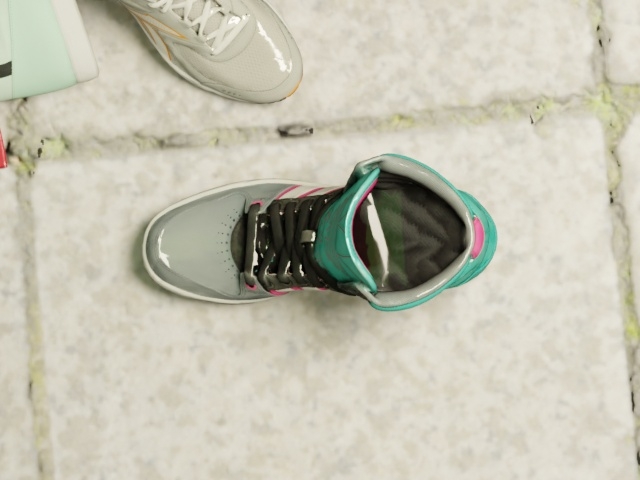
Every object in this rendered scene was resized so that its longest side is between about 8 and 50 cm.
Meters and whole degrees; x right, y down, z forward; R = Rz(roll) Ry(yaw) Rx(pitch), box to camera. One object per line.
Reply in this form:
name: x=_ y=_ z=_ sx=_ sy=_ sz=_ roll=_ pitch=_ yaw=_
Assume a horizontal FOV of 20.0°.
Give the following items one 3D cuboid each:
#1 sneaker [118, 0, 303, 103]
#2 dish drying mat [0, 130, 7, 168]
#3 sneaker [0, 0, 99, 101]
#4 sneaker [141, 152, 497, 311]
sneaker: x=-0.121 y=-0.201 z=1.476 sx=0.262 sy=0.121 sz=0.099 roll=39 pitch=95 yaw=-10
dish drying mat: x=-0.288 y=-0.099 z=1.539 sx=0.032 sy=0.008 sz=0.083 roll=-12 pitch=86 yaw=-3
sneaker: x=-0.288 y=-0.221 z=1.461 sx=0.151 sy=0.094 sz=0.256 roll=-20 pitch=115 yaw=-5
sneaker: x=0.000 y=0.000 z=1.449 sx=0.296 sy=0.178 sz=0.123 roll=-3 pitch=85 yaw=-1
